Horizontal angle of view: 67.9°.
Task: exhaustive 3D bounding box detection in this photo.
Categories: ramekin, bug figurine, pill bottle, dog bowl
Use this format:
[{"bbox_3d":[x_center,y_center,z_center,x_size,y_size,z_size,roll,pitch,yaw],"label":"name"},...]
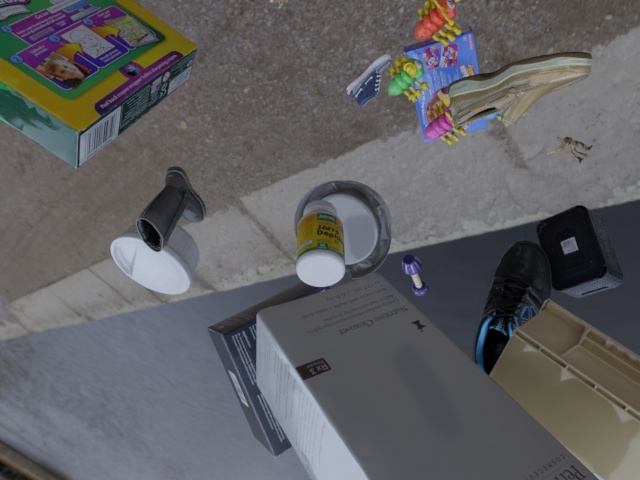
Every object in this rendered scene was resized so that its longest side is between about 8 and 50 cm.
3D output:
[{"bbox_3d":[-0.519,0.042,1.533,0.273,0.127,0.273,12,139,11],"label":"ramekin"},{"bbox_3d":[0.239,-0.300,0.886,0.279,0.072,0.216,52,135,2],"label":"bug figurine"},{"bbox_3d":[0.000,0.000,1.167,0.118,0.208,0.117,0,134,0],"label":"pill bottle"},{"bbox_3d":[0.086,-0.046,1.627,0.349,0.102,0.348,8,110,22],"label":"dog bowl"}]

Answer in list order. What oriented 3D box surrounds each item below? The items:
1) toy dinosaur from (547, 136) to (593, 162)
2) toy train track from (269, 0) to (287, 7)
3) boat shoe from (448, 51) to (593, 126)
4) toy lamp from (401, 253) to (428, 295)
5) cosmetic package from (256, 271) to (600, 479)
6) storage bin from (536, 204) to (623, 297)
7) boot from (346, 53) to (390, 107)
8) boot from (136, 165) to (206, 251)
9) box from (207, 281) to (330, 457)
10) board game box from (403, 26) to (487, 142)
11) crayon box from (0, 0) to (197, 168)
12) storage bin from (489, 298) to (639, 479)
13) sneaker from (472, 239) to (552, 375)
[{"bbox_3d":[0.697,-0.261,1.324,0.093,0.053,0.183,33,-172,12],"label":"toy dinosaur"},{"bbox_3d":[-0.116,-0.686,1.362,0.014,0.083,0.048,38,129,14],"label":"toy train track"},{"bbox_3d":[0.246,-0.181,0.602,0.190,0.068,0.072,4,97,59],"label":"boat shoe"},{"bbox_3d":[0.380,0.136,1.914,0.080,0.080,0.274,10,157,26],"label":"toy lamp"},{"bbox_3d":[0.091,0.225,0.584,0.385,0.217,0.156,41,138,44],"label":"cosmetic package"},{"bbox_3d":[0.584,0.026,1.080,0.084,0.180,0.122,18,146,-34],"label":"storage bin"},{"bbox_3d":[0.187,-0.553,1.655,0.190,0.069,0.086,-41,81,13],"label":"boot"},{"bbox_3d":[-0.352,-0.053,1.144,0.076,0.208,0.189,-12,134,12],"label":"boot"},{"bbox_3d":[-0.081,0.326,1.281,0.179,0.313,0.343,-11,101,65],"label":"box"},{"bbox_3d":[0.450,-0.546,1.703,0.233,0.078,0.347,-11,122,17],"label":"board game box"},{"bbox_3d":[-0.469,-0.351,0.900,0.313,0.363,0.106,33,139,-4],"label":"crayon box"},{"bbox_3d":[0.346,0.271,0.650,0.260,0.123,0.262,38,125,35],"label":"storage bin"},{"bbox_3d":[0.416,0.156,1.029,0.125,0.340,0.140,12,171,29],"label":"sneaker"}]
